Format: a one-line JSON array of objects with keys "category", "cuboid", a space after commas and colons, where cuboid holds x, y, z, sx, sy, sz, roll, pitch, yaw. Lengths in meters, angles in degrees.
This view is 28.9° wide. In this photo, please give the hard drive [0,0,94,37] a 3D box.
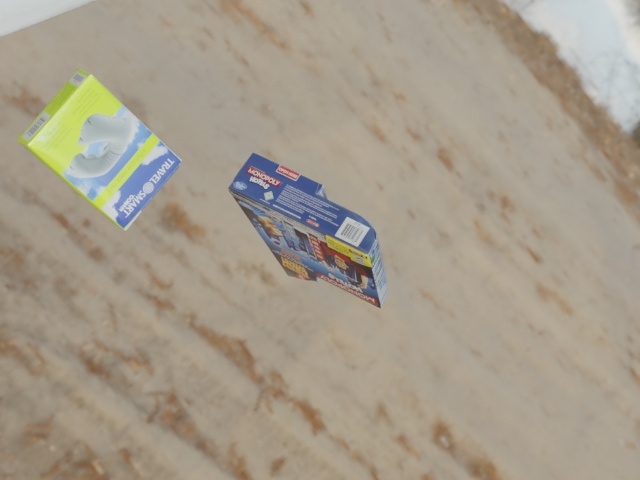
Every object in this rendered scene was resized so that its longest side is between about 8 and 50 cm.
[{"category": "hard drive", "cuboid": [-0.106, -0.272, 0.735, 0.047, 0.233, 0.353, 29, 45, 36]}]

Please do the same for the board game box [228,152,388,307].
[{"category": "board game box", "cuboid": [0.000, 0.000, 1.505, 0.194, 0.060, 0.194, 26, -19, 20]}]

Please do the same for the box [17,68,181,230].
[{"category": "box", "cuboid": [-0.242, -0.096, 1.409, 0.178, 0.109, 0.042, 44, -8, -35]}]
